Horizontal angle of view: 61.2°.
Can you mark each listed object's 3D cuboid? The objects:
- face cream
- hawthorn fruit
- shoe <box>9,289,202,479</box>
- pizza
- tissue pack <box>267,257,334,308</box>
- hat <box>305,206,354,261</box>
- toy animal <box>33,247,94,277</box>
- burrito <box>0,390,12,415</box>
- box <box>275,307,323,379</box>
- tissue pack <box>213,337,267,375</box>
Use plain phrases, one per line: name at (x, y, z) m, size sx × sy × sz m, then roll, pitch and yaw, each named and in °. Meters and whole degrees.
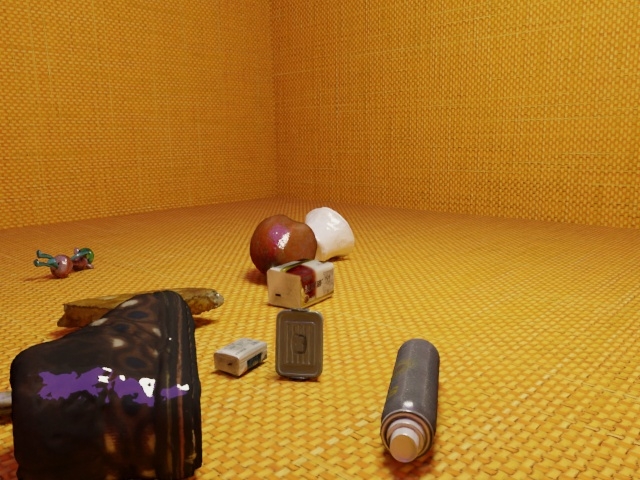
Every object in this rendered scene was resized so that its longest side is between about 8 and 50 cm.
face cream at (0.134, 0.224, 0.784) m, size 0.073 × 0.073 × 0.283 m, roll 2°, pitch 11°, yaw 13°
hawthorn fruit at (-0.118, 0.034, 1.568) m, size 0.199 × 0.200 × 0.251 m, roll 1°, pitch 25°, yaw 12°
shoe at (-0.293, 0.189, 0.748) m, size 0.237 × 0.171 × 0.384 m, roll 0°, pitch 17°, yaw -17°
pizza at (-0.392, 0.152, 1.192) m, size 0.257 × 0.087 × 0.268 m, roll 2°, pitch 9°, yaw 37°
tissue pack at (-0.048, 0.105, 1.362) m, size 0.106 × 0.099 × 0.148 m, roll 7°, pitch 12°, yaw 33°
hat at (0.000, 0.000, 1.799) m, size 0.203 × 0.203 × 0.126 m, roll 7°, pitch 32°, yaw 35°
toy animal at (-0.779, 0.059, 1.677) m, size 0.103 × 0.100 × 0.208 m, roll -38°, pitch -12°, yaw 13°
burrito at (-0.479, 0.244, 0.807) m, size 0.171 × 0.042 × 0.051 m, roll 0°, pitch -20°, yaw -23°
box at (-0.033, 0.177, 0.952) m, size 0.084 × 0.122 × 0.069 m, roll 2°, pitch -1°, yaw 7°
tissue pack at (-0.144, 0.208, 0.977) m, size 0.062 × 0.042 × 0.083 m, roll 7°, pitch 13°, yaw 30°
